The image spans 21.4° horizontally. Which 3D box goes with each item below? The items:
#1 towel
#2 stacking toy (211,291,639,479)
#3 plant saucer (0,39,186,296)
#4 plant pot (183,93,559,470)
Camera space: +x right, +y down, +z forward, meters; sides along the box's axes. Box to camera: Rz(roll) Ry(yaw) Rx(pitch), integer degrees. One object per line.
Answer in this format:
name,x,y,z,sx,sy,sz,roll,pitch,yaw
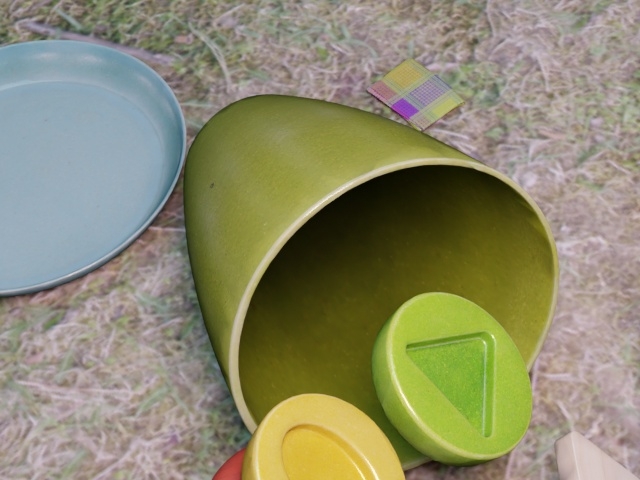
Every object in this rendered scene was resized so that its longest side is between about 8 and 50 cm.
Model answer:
towel,0.091,-0.139,1.618,0.060,0.009,0.083,-36,55,-20
stacking toy,0.076,0.206,1.216,0.309,0.130,0.279,45,45,-5
plant saucer,-0.279,-0.064,1.595,0.317,0.044,0.317,-4,50,5
plant pot,0.000,0.000,1.381,0.275,0.275,0.293,-26,36,-12
